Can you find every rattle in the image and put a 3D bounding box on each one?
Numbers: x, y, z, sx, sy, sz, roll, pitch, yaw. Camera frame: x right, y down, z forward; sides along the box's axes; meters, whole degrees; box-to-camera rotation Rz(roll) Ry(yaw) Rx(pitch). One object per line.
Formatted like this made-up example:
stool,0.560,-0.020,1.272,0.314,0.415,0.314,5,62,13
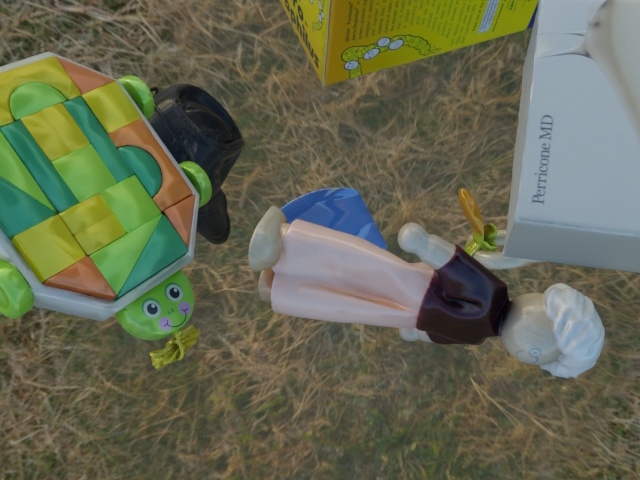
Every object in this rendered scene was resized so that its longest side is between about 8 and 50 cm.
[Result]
rattle,0.343,-0.026,1.210,0.199,0.130,0.143,-2,96,21

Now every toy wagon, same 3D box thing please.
toy wagon,-0.227,-0.027,0.740,0.068,0.267,0.344,-30,96,47

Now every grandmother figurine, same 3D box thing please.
grandmother figurine,0.106,0.060,0.721,0.342,0.208,0.104,14,71,13

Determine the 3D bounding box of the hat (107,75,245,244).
hat,-0.202,-0.157,1.123,0.134,0.331,0.331,-36,86,9

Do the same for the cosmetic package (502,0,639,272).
cosmetic package,0.285,-0.055,0.460,0.309,0.113,0.160,6,79,11

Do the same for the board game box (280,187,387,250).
board game box,0.000,0.000,0.850,0.133,0.169,0.033,-31,42,2

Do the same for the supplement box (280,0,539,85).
supplement box,0.135,-0.388,0.994,0.356,0.195,0.194,-18,64,-12
